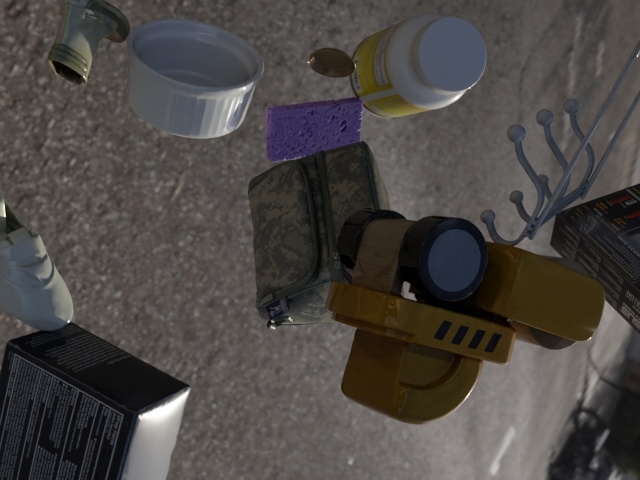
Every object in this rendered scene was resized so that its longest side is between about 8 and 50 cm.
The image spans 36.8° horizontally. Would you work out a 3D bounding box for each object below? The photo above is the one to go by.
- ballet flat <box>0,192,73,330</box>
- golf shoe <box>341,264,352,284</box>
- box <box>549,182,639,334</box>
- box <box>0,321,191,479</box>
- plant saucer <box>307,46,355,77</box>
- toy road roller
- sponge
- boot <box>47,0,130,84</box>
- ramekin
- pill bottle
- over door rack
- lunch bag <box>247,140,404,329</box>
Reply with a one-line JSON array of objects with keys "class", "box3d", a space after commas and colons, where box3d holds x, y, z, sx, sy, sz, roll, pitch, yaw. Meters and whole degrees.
[{"class": "ballet flat", "box3d": [-0.584, -0.011, 1.743, 0.139, 0.400, 0.139, -38, 169, -9]}, {"class": "golf shoe", "box3d": [0.078, 0.056, 1.427, 0.067, 0.086, 0.186, -35, -140, 42]}, {"class": "box", "box3d": [0.541, 0.036, 1.463, 0.242, 0.307, 0.077, -19, 135, -19]}, {"class": "box", "box3d": [-0.425, 0.350, 1.734, 0.182, 0.294, 0.296, -16, 127, -62]}, {"class": "plant saucer", "box3d": [0.019, -0.304, 1.625, 0.083, 0.083, 0.015, 65, 33, -64]}, {"class": "toy road roller", "box3d": [0.159, 0.106, 1.180, 0.329, 0.202, 0.241, 17, 87, -28]}, {"class": "sponge", "box3d": [-0.013, -0.234, 2.026, 0.210, 0.031, 0.117, -10, 124, -22]}, {"class": "boot", "box3d": [-0.428, -0.363, 1.770, 0.213, 0.077, 0.165, 41, 59, -74]}, {"class": "ramekin", "box3d": [-0.264, -0.328, 1.961, 0.277, 0.277, 0.135, -35, 151, -48]}, {"class": "pill bottle", "box3d": [0.194, -0.353, 1.945, 0.188, 0.188, 0.334, -57, -162, -9]}, {"class": "over door rack", "box3d": [0.330, -0.153, 1.156, 0.239, 0.108, 0.324, -28, 158, -55]}, {"class": "lunch bag", "box3d": [0.000, 0.000, 1.741, 0.212, 0.255, 0.305, 59, 20, -60]}]
